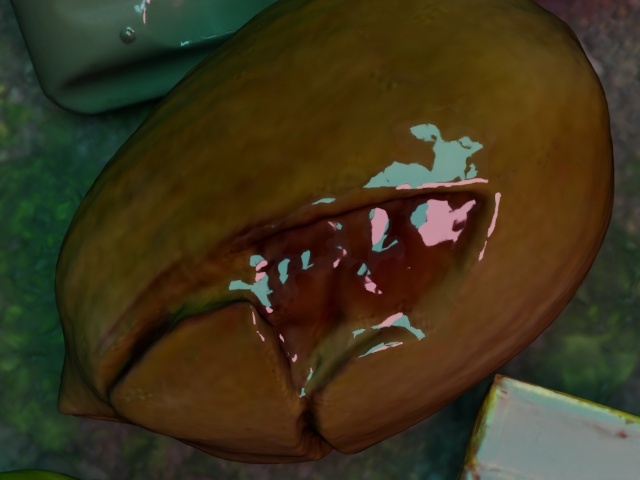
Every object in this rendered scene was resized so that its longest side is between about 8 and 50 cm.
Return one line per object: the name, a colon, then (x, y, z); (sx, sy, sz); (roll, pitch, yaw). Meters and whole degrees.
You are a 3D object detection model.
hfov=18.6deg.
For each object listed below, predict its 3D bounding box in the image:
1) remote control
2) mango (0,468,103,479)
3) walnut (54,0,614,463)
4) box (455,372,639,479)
remote control: (0.007, -0.155, 0.948); (0.335, 0.065, 0.128); (-14, 111, 12)
mango: (-0.136, 0.273, 0.869); (0.192, 0.156, 0.343); (2, 90, 29)
walnut: (0.000, 0.000, 0.900); (0.298, 0.203, 0.203); (-35, 78, 16)
box: (0.127, 0.240, 0.897); (0.197, 0.089, 0.313); (16, 80, 9)
